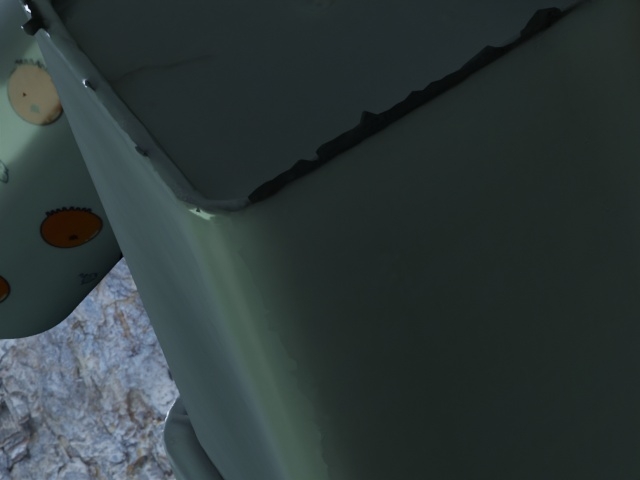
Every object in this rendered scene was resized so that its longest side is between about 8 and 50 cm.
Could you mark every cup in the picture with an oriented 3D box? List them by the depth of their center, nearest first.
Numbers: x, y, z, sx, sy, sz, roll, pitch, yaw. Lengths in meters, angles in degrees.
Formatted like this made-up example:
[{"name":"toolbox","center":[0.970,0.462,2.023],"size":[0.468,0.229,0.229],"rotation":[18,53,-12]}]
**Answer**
[{"name":"cup","center":[-0.175,-0.102,1.076],"size":[0.212,0.317,0.212],"rotation":[27,-140,-25]}]

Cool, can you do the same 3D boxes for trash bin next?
[{"name":"trash bin","center":[0.049,0.033,0.643],"size":[0.296,0.256,0.368],"rotation":[51,167,42]}]
